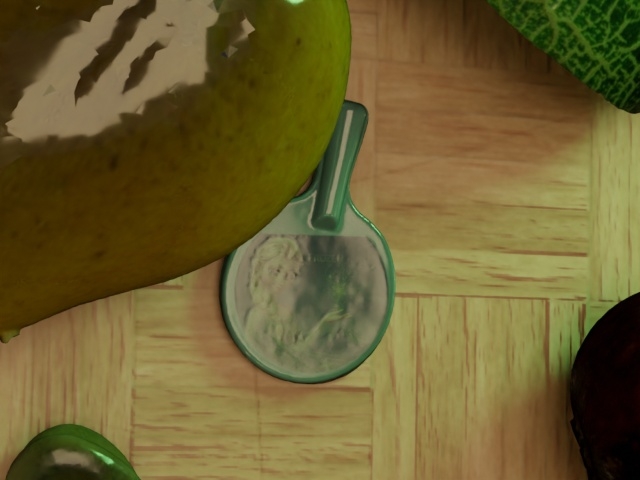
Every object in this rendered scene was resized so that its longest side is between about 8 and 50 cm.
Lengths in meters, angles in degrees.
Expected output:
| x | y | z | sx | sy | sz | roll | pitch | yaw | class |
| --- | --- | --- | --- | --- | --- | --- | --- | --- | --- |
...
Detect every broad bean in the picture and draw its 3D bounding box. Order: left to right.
| x | y | z | sx | sy | sz | roll | pitch | yaw | class |
| --- | --- | --- | --- | --- | --- | --- | --- | --- | --- |
| -0.200 | 0.244 | 1.016 | 0.153 | 0.072 | 0.207 | 14 | 94 | -12 | broad bean |

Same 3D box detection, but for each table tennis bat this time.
| x | y | z | sx | sy | sz | roll | pitch | yaw | class |
| --- | --- | --- | --- | --- | --- | --- | --- | --- | --- |
| 0.000 | 0.000 | 1.103 | 0.149 | 0.038 | 0.237 | 14 | 85 | -14 | table tennis bat |

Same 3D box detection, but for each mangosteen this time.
| x | y | z | sx | sy | sz | roll | pitch | yaw | class |
| --- | --- | --- | --- | --- | --- | --- | --- | --- | --- |
| 0.335 | 0.138 | 1.079 | 0.261 | 0.235 | 0.236 | -19 | 91 | 4 | mangosteen |

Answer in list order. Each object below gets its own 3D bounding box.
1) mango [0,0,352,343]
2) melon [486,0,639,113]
| x | y | z | sx | sy | sz | roll | pitch | yaw | class |
| --- | --- | --- | --- | --- | --- | --- | --- | --- | --- |
| -0.179 | -0.087 | 0.972 | 0.445 | 0.220 | 0.301 | -42 | 103 | -5 | mango |
| 0.205 | -0.281 | 1.110 | 0.343 | 0.226 | 0.331 | 44 | 58 | 5 | melon |
